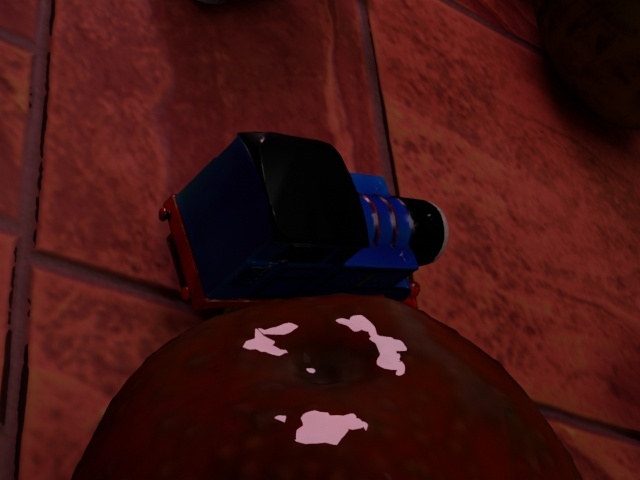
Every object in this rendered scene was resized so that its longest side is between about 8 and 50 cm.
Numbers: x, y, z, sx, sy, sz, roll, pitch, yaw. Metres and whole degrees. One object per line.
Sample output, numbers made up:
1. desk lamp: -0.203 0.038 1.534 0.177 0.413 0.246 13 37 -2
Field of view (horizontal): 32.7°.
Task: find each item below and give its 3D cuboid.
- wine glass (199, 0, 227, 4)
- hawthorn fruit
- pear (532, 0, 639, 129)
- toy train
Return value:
1. wine glass: -0.031 -0.272 0.938 0.103 0.103 0.222 51 48 1
2. hawthorn fruit: -0.002 0.159 0.506 0.275 0.275 0.299 22 35 -31
3. pear: 0.366 -0.265 1.197 0.283 0.283 0.283 25 45 -28
4. toy train: 0.000 0.000 0.729 0.204 0.131 0.083 3 57 -43
